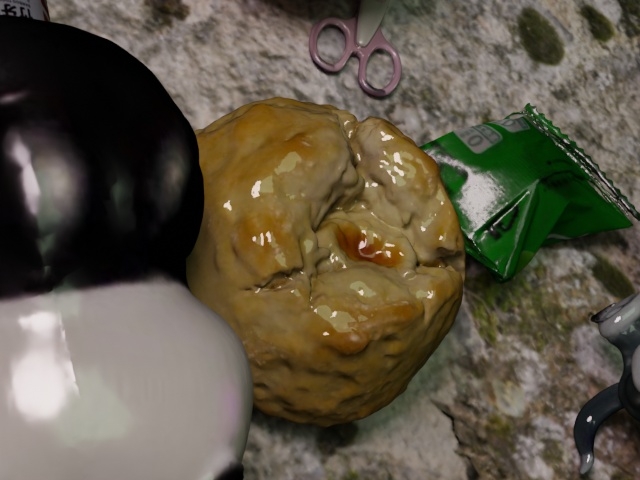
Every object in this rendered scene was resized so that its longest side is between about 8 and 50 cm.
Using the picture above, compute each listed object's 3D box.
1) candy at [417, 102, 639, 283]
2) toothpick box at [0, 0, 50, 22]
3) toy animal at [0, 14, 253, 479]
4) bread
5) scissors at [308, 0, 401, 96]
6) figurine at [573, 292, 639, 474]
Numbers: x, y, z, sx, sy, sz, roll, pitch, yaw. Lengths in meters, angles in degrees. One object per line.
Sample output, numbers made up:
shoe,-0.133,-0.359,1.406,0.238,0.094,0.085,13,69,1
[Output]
candy,0.165,-0.043,1.038,0.203,0.078,0.141,-24,78,-40
toothpick box,-0.230,-0.141,0.861,0.101,0.101,0.153,-1,66,-29
toy animal,-0.164,0.054,0.720,0.251,0.251,0.310,-3,61,-29
bread,0.000,0.000,0.892,0.244,0.134,0.244,13,61,-25
scissors,0.045,-0.202,1.089,0.085,0.022,0.176,25,59,-12
figurine,0.271,0.171,0.948,0.265,0.140,0.193,50,29,18
